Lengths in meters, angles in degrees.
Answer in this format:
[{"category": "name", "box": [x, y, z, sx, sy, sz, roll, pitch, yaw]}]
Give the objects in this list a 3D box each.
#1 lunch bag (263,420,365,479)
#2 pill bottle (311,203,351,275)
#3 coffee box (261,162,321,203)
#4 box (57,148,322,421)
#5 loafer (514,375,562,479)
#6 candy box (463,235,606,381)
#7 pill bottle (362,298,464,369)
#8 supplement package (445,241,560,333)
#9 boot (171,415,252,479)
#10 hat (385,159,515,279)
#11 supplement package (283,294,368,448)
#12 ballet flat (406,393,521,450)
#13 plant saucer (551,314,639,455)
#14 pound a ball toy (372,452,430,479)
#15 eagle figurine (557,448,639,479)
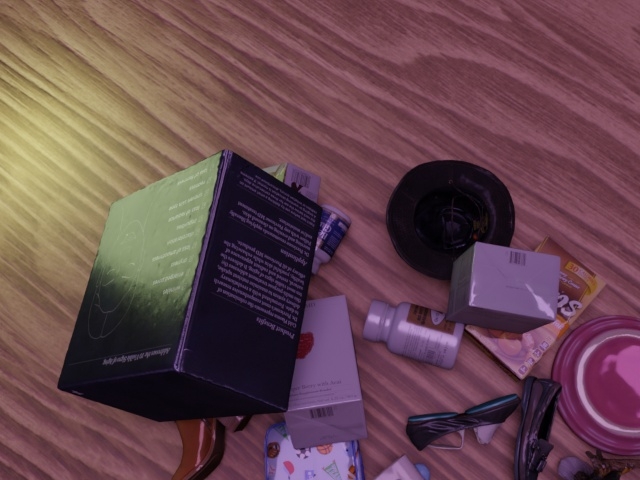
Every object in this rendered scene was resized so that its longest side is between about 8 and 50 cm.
[{"category": "lunch bag", "box": [-0.006, 0.567, 1.808, 0.243, 0.115, 0.304, -7, 74, 0]}, {"category": "pill bottle", "box": [0.000, 0.000, 1.963, 0.094, 0.094, 0.169, 28, 79, 11]}, {"category": "coffee box", "box": [-0.115, -0.027, 1.929, 0.168, 0.118, 0.297, -6, 69, 49]}, {"category": "box", "box": [-0.286, 0.124, 1.695, 0.479, 0.297, 0.472, -16, 53, 44]}, {"category": "loafer", "box": [0.508, 0.451, 1.796, 0.084, 0.096, 0.268, 0, 71, 32]}, {"category": "candy box", "box": [0.518, 0.167, 1.883, 0.183, 0.087, 0.316, 42, 83, 13]}, {"category": "pill bottle", "box": [0.224, 0.221, 1.870, 0.229, 0.131, 0.131, 15, 77, 8]}, {"category": "supplement package", "box": [0.407, 0.111, 1.741, 0.194, 0.203, 0.149, 11, 74, -3]}, {"category": "boot", "box": [-0.323, 0.448, 1.871, 0.220, 0.109, 0.284, 36, 92, 20]}, {"category": "hat", "box": [0.312, -0.046, 1.933, 0.331, 0.134, 0.332, 1, 83, -11]}, {"category": "supplement package", "box": [-0.001, 0.300, 1.786, 0.177, 0.175, 0.293, -9, 47, 1]}, {"category": "ballet flat", "box": [0.345, 0.439, 1.830, 0.280, 0.095, 0.096, -15, 84, 11]}, {"category": "plant saucer", "box": [0.721, 0.338, 1.825, 0.331, 0.084, 0.333, -1, 75, 5]}, {"category": "pound a ball toy", "box": [0.254, 0.634, 1.719, 0.135, 0.208, 0.319, -37, 75, -5]}, {"category": "eagle figurine", "box": [0.623, 0.625, 1.695, 0.226, 0.225, 0.299, 6, 88, 25]}]
